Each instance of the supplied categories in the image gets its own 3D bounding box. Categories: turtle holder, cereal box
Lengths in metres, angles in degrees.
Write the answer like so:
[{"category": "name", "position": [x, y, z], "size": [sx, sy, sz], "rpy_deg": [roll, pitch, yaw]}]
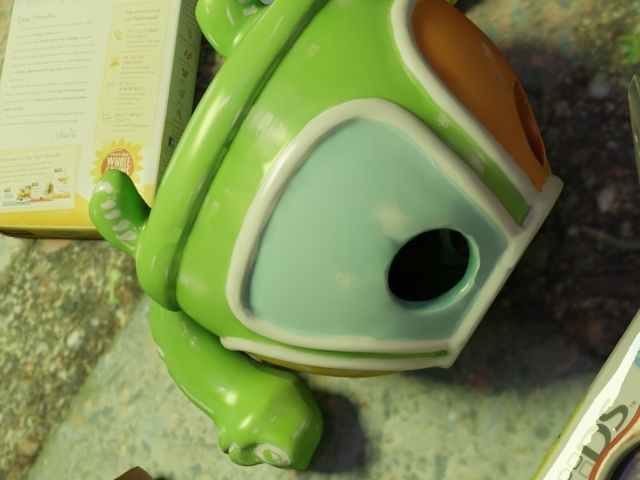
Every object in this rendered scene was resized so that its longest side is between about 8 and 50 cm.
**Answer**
[{"category": "turtle holder", "position": [0.002, -0.008, 0.674], "size": [0.227, 0.243, 0.320], "rpy_deg": [32, 84, 8]}, {"category": "cereal box", "position": [-0.187, -0.121, 0.892], "size": [0.173, 0.047, 0.240], "rpy_deg": [2, 78, 25]}]

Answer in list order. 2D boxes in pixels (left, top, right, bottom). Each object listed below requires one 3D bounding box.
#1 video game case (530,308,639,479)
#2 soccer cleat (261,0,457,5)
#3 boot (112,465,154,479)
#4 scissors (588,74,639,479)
[{"category": "video game case", "position": [0.241, 0.199, 0.606], "size": [0.275, 0.035, 0.248], "rpy_deg": [34, 96, 32]}, {"category": "soccer cleat", "position": [0.078, -0.207, 0.785], "size": [0.289, 0.093, 0.121], "rpy_deg": [-17, 109, 11]}, {"category": "boot", "position": [-0.144, 0.273, 0.694], "size": [0.248, 0.207, 0.090], "rpy_deg": [53, 137, 26]}, {"category": "scissors", "position": [0.218, 0.045, 0.627], "size": [0.109, 0.021, 0.297], "rpy_deg": [2, 78, 32]}]
